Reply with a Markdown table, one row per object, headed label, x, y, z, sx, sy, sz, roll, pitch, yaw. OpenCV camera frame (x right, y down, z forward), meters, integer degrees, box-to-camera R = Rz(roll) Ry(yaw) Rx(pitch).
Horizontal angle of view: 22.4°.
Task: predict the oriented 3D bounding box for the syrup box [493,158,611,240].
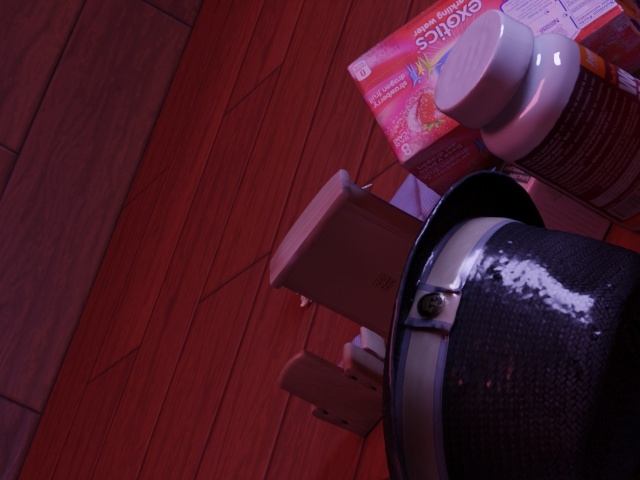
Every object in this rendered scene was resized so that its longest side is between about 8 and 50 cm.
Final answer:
| label | x | y | z | sx | sy | sz | roll | pitch | yaw |
| --- | --- | --- | --- | --- | --- | --- | --- | --- | --- |
| syrup box | 0.173 | 0.046 | 1.522 | 0.237 | 0.096 | 0.093 | -62 | 18 | -3 |

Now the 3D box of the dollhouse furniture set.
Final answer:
| label | x | y | z | sx | sy | sz | roll | pitch | yaw |
| --- | --- | --- | --- | --- | --- | --- | --- | --- | --- |
| dollhouse furniture set | 0.040 | -0.007 | 1.797 | 0.286 | 0.198 | 0.303 | -52 | 20 | 27 |

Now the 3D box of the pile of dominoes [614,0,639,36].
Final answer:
| label | x | y | z | sx | sy | sz | roll | pitch | yaw |
| --- | --- | --- | --- | --- | --- | --- | --- | --- | --- |
| pile of dominoes | 0.280 | -0.152 | 1.286 | 0.040 | 0.251 | 0.196 | -37 | 16 | -4 |

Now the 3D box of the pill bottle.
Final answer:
| label | x | y | z | sx | sy | sz | roll | pitch | yaw |
| --- | --- | --- | --- | --- | --- | --- | --- | --- | --- |
| pill bottle | 0.218 | -0.106 | 1.415 | 0.121 | 0.221 | 0.121 | -51 | 21 | 29 |

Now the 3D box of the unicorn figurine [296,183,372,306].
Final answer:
| label | x | y | z | sx | sy | sz | roll | pitch | yaw |
| --- | --- | --- | --- | --- | --- | --- | --- | --- | --- |
| unicorn figurine | 0.000 | 0.000 | 2.111 | 0.162 | 0.060 | 0.111 | -52 | 21 | 28 |

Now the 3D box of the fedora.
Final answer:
| label | x | y | z | sx | sy | sz | roll | pitch | yaw |
| --- | --- | --- | --- | --- | --- | --- | --- | --- | --- |
| fedora | 0.180 | 0.104 | 1.269 | 0.152 | 0.334 | 0.334 | -1 | 57 | 31 |

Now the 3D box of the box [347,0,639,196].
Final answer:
| label | x | y | z | sx | sy | sz | roll | pitch | yaw |
| --- | --- | --- | --- | --- | --- | --- | --- | --- | --- |
| box | 0.174 | -0.170 | 1.542 | 0.257 | 0.122 | 0.128 | -35 | 62 | 13 |
